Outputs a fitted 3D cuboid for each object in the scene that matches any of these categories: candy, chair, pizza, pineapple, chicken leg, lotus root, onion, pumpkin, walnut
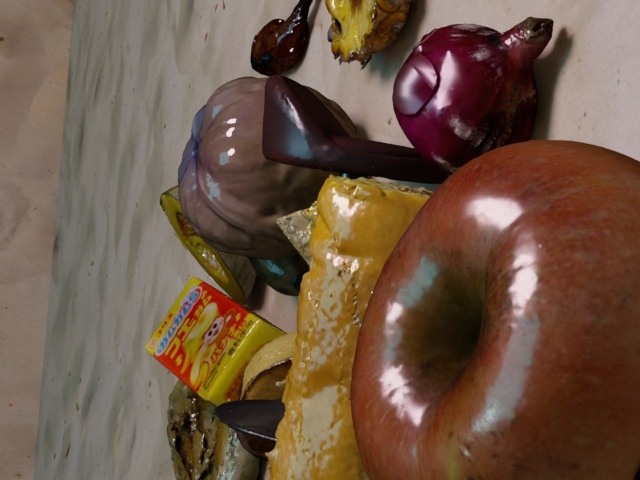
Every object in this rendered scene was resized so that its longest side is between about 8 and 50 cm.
[{"bbox_3d":[-0.147,0.157,2.041,0.146,0.088,0.276,-57,27,-3],"label":"candy"},{"bbox_3d":[0.017,0.022,1.585,0.226,0.226,0.401,-163,80,-68],"label":"chair"},{"bbox_3d":[0.000,0.000,1.466,0.026,0.108,0.123,-5,-70,-77],"label":"pizza"},{"bbox_3d":[0.069,-0.322,1.760,0.225,0.076,0.225,-173,90,-71],"label":"pineapple"},{"bbox_3d":[-0.049,-0.316,2.090,0.253,0.051,0.106,140,138,-55],"label":"chicken leg"},{"bbox_3d":[-0.059,0.020,1.954,0.080,0.089,0.179,-37,35,5],"label":"lotus root"},{"bbox_3d":[0.153,-0.163,1.427,0.198,0.135,0.173,-60,35,41],"label":"onion"},{"bbox_3d":[-0.151,-0.015,2.145,0.110,0.217,0.217,-43,20,-10],"label":"pumpkin"},{"bbox_3d":[-0.066,-0.092,1.827,0.248,0.248,0.248,-173,90,-68],"label":"walnut"}]

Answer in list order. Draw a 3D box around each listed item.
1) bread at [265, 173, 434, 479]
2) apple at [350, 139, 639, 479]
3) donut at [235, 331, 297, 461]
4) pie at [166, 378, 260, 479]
[{"bbox_3d":[0.075,0.133,1.397,0.165,0.236,0.375,-155,73,-69],"label":"bread"},{"bbox_3d":[0.199,0.105,1.035,0.338,0.305,0.339,-39,40,43],"label":"apple"},{"bbox_3d":[-0.040,0.195,1.819,0.085,0.141,0.217,-99,30,-51],"label":"donut"},{"bbox_3d":[-0.170,0.316,2.155,0.339,0.077,0.339,-173,90,-69],"label":"pie"}]
